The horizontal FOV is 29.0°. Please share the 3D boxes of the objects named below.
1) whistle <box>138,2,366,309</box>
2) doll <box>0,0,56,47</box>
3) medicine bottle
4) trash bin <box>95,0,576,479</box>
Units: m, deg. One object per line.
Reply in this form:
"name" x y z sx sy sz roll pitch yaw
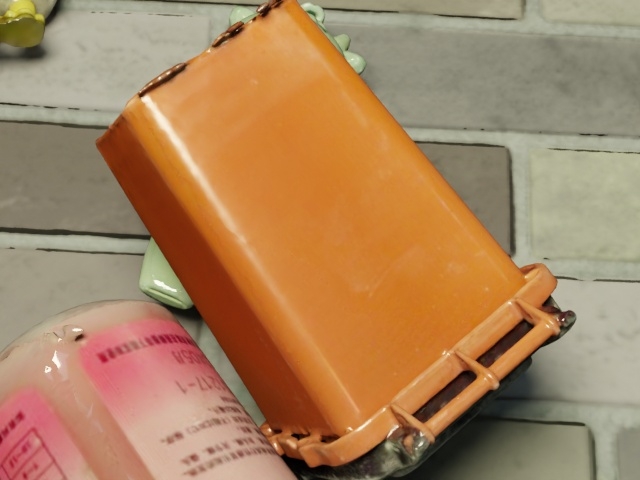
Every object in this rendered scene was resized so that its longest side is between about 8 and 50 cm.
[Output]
"whistle" -0.048 -0.065 0.792 0.110 0.092 0.244 25 61 3
"doll" -0.234 -0.219 0.893 0.129 0.081 0.207 1 55 -21
"medicine bottle" -0.075 0.155 0.634 0.147 0.147 0.247 -32 65 -17
"trash bin" 0.000 0.000 0.656 0.161 0.184 0.239 -38 98 -19
